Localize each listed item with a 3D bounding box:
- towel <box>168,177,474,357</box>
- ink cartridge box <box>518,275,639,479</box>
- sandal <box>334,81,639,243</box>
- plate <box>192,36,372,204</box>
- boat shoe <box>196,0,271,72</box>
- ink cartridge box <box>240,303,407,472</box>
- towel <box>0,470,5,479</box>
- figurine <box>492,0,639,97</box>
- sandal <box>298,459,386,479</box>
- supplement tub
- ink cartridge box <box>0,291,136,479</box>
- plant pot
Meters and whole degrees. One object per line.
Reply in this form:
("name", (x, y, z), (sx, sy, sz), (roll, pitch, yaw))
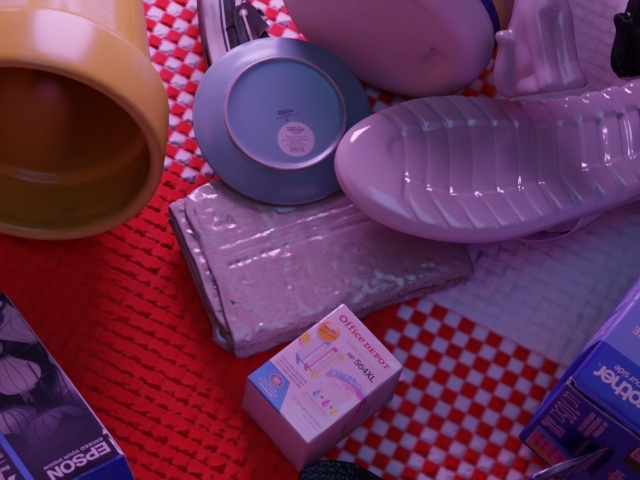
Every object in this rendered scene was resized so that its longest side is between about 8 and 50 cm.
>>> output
("towel", (0.000, 0.000, 1.936), (0.282, 0.049, 0.187), (-17, 69, -15))
("ink cartridge box", (0.339, 0.106, 1.779), (0.151, 0.270, 0.395), (37, 74, 7))
("sandal", (0.213, -0.064, 1.946), (0.416, 0.102, 0.169), (-7, 60, -17))
("plate", (-0.037, -0.127, 1.940), (0.188, 0.024, 0.188), (3, 70, -9))
("boat shoe", (-0.090, -0.215, 2.015), (0.070, 0.078, 0.219), (-8, 74, -9))
("ink cartridge box", (0.008, 0.138, 1.846), (0.143, 0.090, 0.092), (-38, 74, -20))
("towel", (-0.391, 0.337, 1.597), (0.374, 0.090, 0.320), (-41, 61, 12))
("figurine", (0.266, -0.258, 1.884), (0.215, 0.092, 0.209), (-10, 94, -16))
("sandal", (0.059, 0.260, 1.828), (0.179, 0.040, 0.067), (17, 69, -14))
("supplement tub", (0.127, -0.345, 2.005), (0.241, 0.241, 0.331), (26, 65, 6))
("ink cartridge box", (-0.287, 0.193, 1.735), (0.165, 0.065, 0.332), (-28, 48, -19))
("plant pot", (-0.272, -0.168, 1.891), (0.254, 0.254, 0.239), (6, 48, -3))
